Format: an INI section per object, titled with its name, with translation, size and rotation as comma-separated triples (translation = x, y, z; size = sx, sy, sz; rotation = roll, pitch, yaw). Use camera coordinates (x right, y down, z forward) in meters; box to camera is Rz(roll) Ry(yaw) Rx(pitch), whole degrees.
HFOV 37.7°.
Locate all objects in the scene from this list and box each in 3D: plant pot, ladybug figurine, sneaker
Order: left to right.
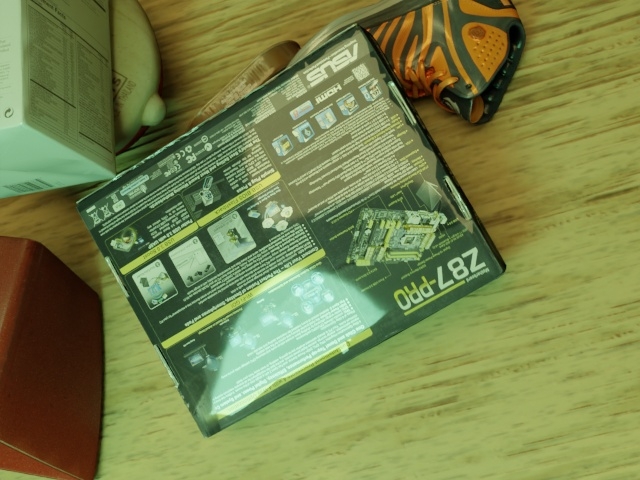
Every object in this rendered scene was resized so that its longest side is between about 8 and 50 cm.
[plant pot]
translation = -0.408, 0.131, 1.118
size = 0.268, 0.267, 0.235
rotation = 6, 66, 16
[ladybug figurine]
translation = -0.384, -0.236, 1.234
size = 0.449, 0.162, 0.305
rotation = 28, 86, 19
[sneaker]
translation = 0.101, -0.194, 1.120
size = 0.321, 0.124, 0.180
rotation = -35, 70, 4

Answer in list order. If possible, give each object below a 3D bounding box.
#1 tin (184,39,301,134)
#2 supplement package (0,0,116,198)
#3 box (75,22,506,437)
[tin]
translation = -0.089, -0.171, 1.169
size = 0.190, 0.106, 0.040
rotation = -42, 71, 7
[supplement package]
translation = -0.361, -0.202, 1.030
size = 0.199, 0.198, 0.262
rotation = -9, 76, 14
[box]
translation = -0.037, -0.006, 1.069
size = 0.395, 0.097, 0.318
rotation = -31, 85, 12
